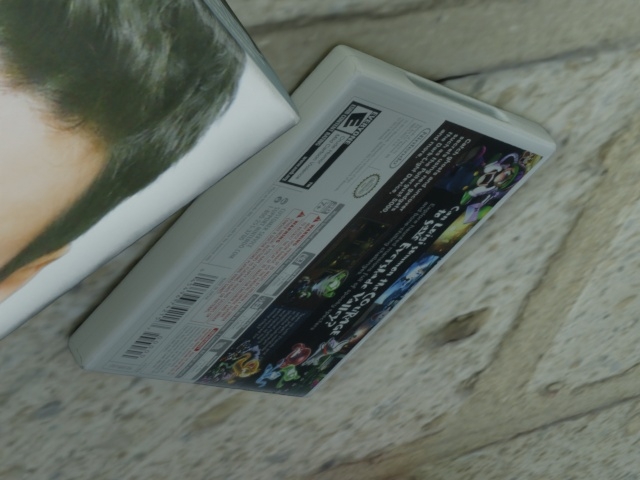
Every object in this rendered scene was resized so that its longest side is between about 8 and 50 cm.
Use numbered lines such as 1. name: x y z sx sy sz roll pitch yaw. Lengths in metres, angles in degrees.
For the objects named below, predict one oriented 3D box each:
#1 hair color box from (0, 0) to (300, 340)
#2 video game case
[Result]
1. hair color box: -0.213 -0.003 0.492 0.374 0.113 0.185 -36 144 4
2. video game case: 0.000 0.000 0.823 0.190 0.022 0.173 -46 148 20
